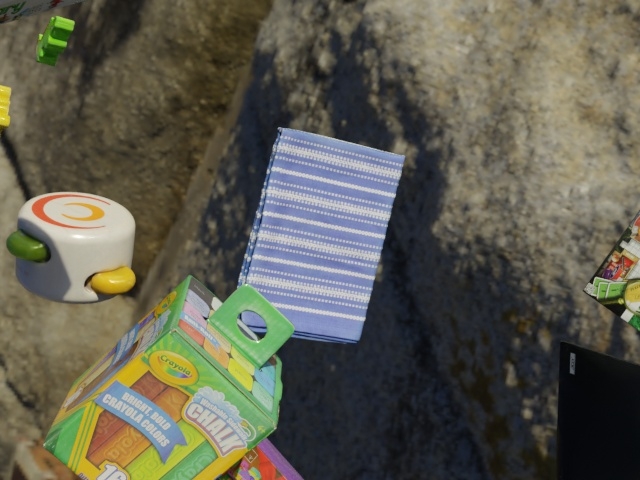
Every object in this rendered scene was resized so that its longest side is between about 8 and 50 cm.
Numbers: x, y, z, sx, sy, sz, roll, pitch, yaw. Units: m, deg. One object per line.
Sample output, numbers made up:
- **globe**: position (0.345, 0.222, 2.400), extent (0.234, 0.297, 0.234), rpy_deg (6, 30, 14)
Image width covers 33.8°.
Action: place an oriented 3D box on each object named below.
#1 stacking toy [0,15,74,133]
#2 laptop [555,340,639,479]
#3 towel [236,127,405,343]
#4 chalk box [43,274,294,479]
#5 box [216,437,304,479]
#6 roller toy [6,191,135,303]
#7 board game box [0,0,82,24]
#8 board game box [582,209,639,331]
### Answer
- **stacking toy**: position (-0.341, -0.172, 0.954), extent (0.221, 0.167, 0.052), rpy_deg (-33, 53, 49)
- **laptop**: position (0.489, 0.268, 1.512), extent (0.136, 0.264, 0.234), rpy_deg (-105, 12, -74)
- **towel**: position (0.000, 0.000, 1.726), extent (0.040, 0.243, 0.336), rpy_deg (24, 101, 63)
- **chalk box**: position (-0.163, 0.179, 1.295), extent (0.289, 0.180, 0.179), rpy_deg (-42, 14, 13)
- **box**: position (-0.177, 0.331, 1.533), extent (0.293, 0.057, 0.201), rpy_deg (44, 99, 20)
- **roller toy**: position (-0.408, 0.017, 1.757), extent (0.191, 0.209, 0.146), rpy_deg (-100, 18, -65)
- **board game box**: position (-0.362, -0.317, 1.087), extent (0.053, 0.305, 0.193), rpy_deg (-36, 89, 41)
- **board game box**: position (0.510, 0.006, 1.526), extent (0.136, 0.030, 0.260), rpy_deg (38, 100, 33)
